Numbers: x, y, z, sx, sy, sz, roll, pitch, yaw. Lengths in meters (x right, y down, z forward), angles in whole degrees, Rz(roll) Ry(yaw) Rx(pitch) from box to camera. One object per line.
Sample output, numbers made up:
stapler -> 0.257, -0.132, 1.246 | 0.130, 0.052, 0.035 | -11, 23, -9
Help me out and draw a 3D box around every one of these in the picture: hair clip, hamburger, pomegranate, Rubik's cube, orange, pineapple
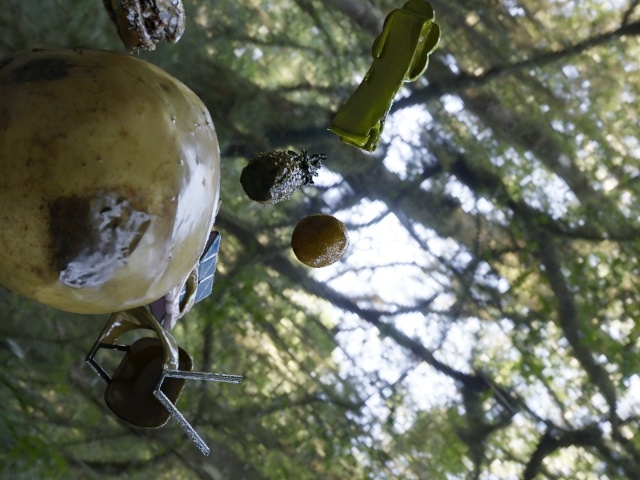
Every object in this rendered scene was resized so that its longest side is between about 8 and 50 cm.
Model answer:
hair clip -> 0.075, -0.178, 1.127 | 0.072, 0.046, 0.173 | 24, -94, 26
hamburger -> -0.272, -0.381, 1.533 | 0.106, 0.231, 0.231 | -22, -159, -8
pomegranate -> -0.226, -0.058, 1.015 | 0.281, 0.281, 0.281 | -34, -157, 17
Rubik's cube -> -0.248, 0.059, 2.002 | 0.178, 0.211, 0.190 | -42, -149, 29
orange -> 0.000, 0.000, 1.497 | 0.085, 0.085, 0.085 | -34, -157, 17
pineapple -> -0.065, -0.134, 2.055 | 0.108, 0.108, 0.197 | -21, -177, 41

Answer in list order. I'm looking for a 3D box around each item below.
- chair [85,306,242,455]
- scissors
chair -> -0.268, 0.215, 1.694 | 0.158, 0.247, 0.172 | 17, -104, 35
scissors -> -0.210, 0.017, 1.770 | 0.024, 0.160, 0.317 | 7, -144, 9
